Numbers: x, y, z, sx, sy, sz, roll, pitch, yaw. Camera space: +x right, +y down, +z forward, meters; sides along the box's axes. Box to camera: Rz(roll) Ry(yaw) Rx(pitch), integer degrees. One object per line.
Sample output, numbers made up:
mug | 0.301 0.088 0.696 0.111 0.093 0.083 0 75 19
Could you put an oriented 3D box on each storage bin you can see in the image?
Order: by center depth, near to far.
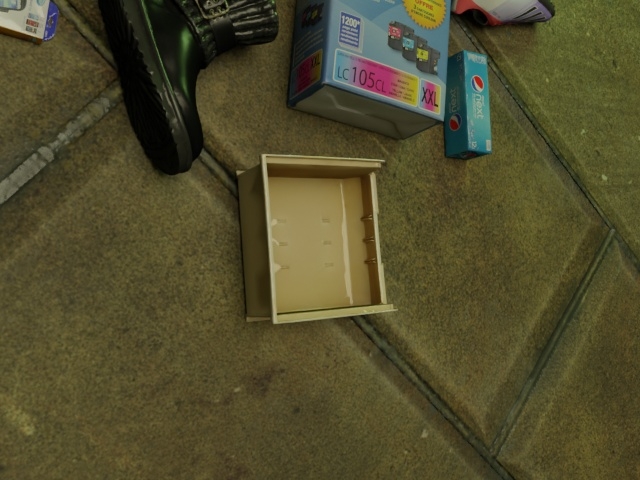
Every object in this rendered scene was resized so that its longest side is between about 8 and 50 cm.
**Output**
storage bin | 0.000 0.000 1.149 0.260 0.123 0.262 -2 84 -31

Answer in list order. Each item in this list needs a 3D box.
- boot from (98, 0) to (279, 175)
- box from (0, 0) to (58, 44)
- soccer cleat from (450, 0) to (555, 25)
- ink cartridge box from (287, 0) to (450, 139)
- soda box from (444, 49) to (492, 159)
boot | -0.180 -0.293 1.073 0.260 0.131 0.348 -17 92 -32
box | -0.451 -0.340 0.977 0.136 0.028 0.081 10 78 -28
soccer cleat | 0.399 -0.520 1.485 0.318 0.108 0.116 3 121 -43
ink cartridge box | 0.097 -0.418 1.251 0.270 0.151 0.396 10 77 -30
soda box | 0.301 -0.278 1.397 0.067 0.071 0.210 3 82 -32
